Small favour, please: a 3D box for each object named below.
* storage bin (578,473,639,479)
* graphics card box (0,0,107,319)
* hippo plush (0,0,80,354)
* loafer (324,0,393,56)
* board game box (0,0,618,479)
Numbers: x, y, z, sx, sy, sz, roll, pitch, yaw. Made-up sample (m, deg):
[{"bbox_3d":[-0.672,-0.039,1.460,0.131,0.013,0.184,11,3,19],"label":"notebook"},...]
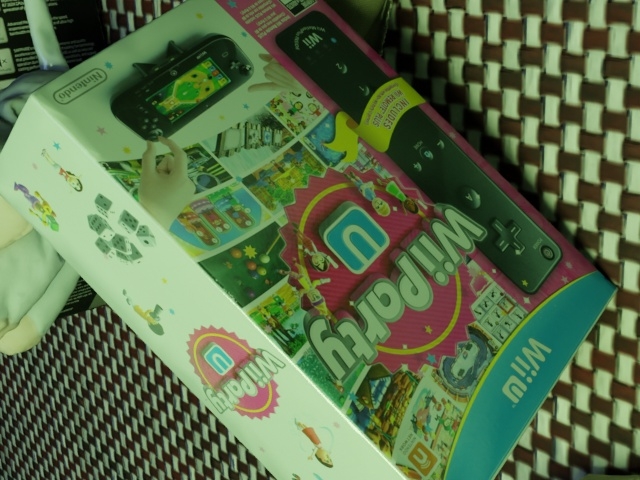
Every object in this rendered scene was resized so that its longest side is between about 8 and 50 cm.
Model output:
[{"bbox_3d":[0.245,0.269,0.598,0.262,0.123,0.260,-15,93,53],"label":"storage bin"},{"bbox_3d":[-0.304,-0.102,1.034,0.094,0.232,0.371,-2,104,53],"label":"graphics card box"},{"bbox_3d":[-0.162,-0.023,0.907,0.294,0.236,0.234,-83,4,-46],"label":"hippo plush"},{"bbox_3d":[0.021,-0.209,0.702,0.087,0.094,0.251,33,128,45],"label":"loafer"},{"bbox_3d":[0.000,0.000,0.641,0.303,0.224,0.097,45,138,0],"label":"board game box"}]
